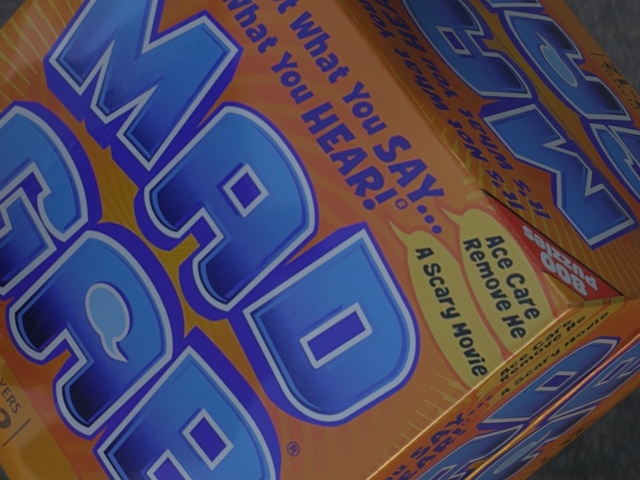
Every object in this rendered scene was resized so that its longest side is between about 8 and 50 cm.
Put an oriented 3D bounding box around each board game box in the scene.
[{"bbox_3d":[0.000,0.000,1.240,0.356,0.356,0.356,-44,71,25],"label":"board game box"}]
